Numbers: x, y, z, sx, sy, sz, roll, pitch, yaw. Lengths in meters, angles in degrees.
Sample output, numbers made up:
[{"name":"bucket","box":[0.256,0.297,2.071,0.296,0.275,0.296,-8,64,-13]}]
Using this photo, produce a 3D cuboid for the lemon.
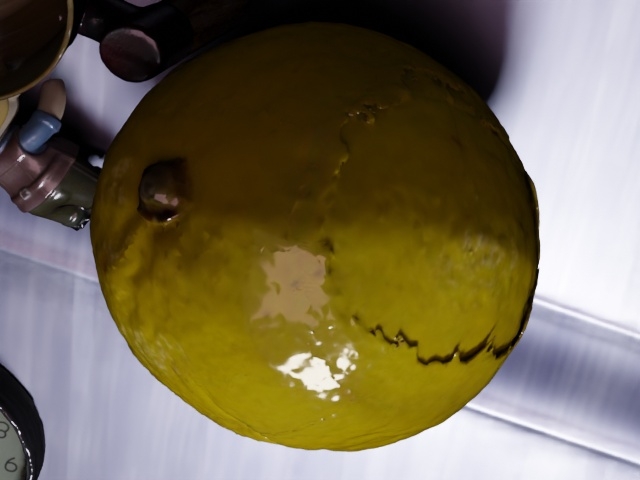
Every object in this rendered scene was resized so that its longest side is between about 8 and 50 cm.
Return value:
[{"name":"lemon","box":[0.001,0.000,1.295,0.297,0.297,0.297,2,122,4]}]

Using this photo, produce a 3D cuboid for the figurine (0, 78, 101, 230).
[{"name":"figurine","box":[-0.228,-0.079,1.386,0.196,0.108,0.114,27,146,-28]}]

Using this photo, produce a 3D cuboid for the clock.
[{"name":"clock","box":[-0.310,0.162,1.567,0.184,0.040,0.184,2,122,4]}]

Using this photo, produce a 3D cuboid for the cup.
[{"name":"cup","box":[-0.173,-0.191,1.254,0.239,0.177,0.166,-2,121,6]}]
